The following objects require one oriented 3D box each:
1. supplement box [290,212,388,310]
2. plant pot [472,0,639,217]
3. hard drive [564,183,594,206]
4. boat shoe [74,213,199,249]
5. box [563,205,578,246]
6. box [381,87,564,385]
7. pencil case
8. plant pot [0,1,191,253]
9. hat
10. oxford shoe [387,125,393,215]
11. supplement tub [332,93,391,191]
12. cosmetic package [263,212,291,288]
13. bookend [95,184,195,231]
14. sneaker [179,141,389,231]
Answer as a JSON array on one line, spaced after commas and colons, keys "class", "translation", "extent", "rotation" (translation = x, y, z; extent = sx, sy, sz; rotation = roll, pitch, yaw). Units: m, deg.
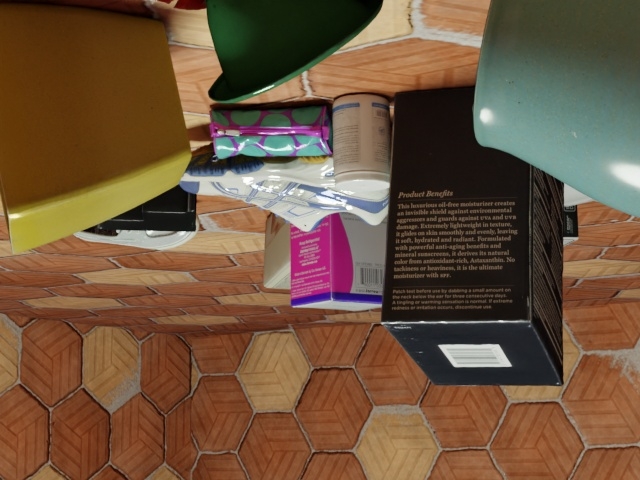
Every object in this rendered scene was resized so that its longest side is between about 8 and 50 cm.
[{"class": "supplement box", "translation": [0.031, -0.018, 1.868], "extent": [0.111, 0.220, 0.114], "rotation": [6, 170, -32]}, {"class": "plant pot", "translation": [0.267, -0.144, 1.106], "extent": [0.255, 0.271, 0.271], "rotation": [13, 174, 15]}, {"class": "hard drive", "translation": [0.308, -0.097, 1.950], "extent": [0.308, 0.040, 0.203], "rotation": [6, 168, -35]}, {"class": "boat shoe", "translation": [-0.314, -0.027, 2.213], "extent": [0.228, 0.079, 0.081], "rotation": [0, 175, 15]}, {"class": "box", "translation": [0.249, -0.033, 2.176], "extent": [0.290, 0.087, 0.169], "rotation": [2, 170, -11]}, {"class": "box", "translation": [0.196, 0.004, 1.662], "extent": [0.183, 0.294, 0.296], "rotation": [-1, 159, 17]}, {"class": "pencil case", "translation": [-0.060, -0.132, 1.658], "extent": [0.152, 0.064, 0.070], "rotation": [-2, -176, 7]}, {"class": "plant pot", "translation": [-0.240, -0.122, 1.365], "extent": [0.187, 0.212, 0.212], "rotation": [-12, 173, -14]}, {"class": "hat", "translation": [-0.072, -0.236, 1.180], "extent": [0.208, 0.183, 0.173], "rotation": [-43, -157, -30]}, {"class": "oxford shoe", "translation": [0.102, -0.065, 1.806], "extent": [0.076, 0.212, 0.076], "rotation": [2, -144, 21]}, {"class": "supplement tub", "translation": [0.050, -0.117, 1.623], "extent": [0.071, 0.107, 0.071], "rotation": [0, 170, 0]}, {"class": "cosmetic package", "translation": [0.000, 0.000, 2.238], "extent": [0.153, 0.129, 0.296], "rotation": [3, 170, -12]}, {"class": "bookend", "translation": [-0.264, -0.063, 2.026], "extent": [0.157, 0.072, 0.156], "rotation": [1, 169, -4]}, {"class": "sneaker", "translation": [-0.051, -0.065, 1.756], "extent": [0.297, 0.131, 0.112], "rotation": [0, -149, 22]}]
